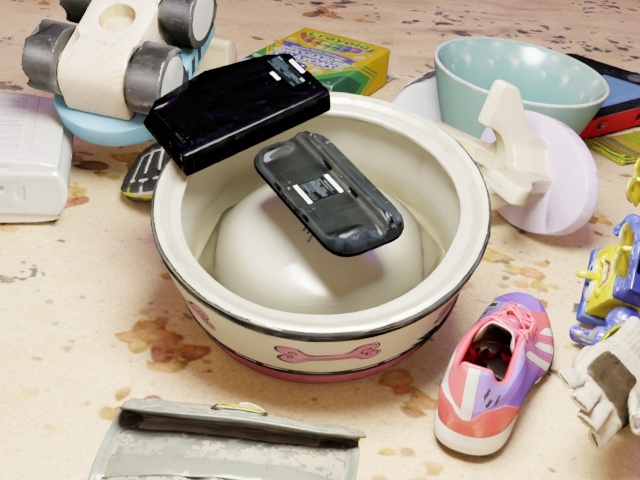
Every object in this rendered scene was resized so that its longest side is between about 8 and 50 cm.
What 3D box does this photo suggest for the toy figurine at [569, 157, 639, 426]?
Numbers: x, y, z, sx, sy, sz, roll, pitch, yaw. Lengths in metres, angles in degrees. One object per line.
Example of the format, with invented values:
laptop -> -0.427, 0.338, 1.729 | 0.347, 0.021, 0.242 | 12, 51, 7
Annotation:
toy figurine -> 0.418, 0.087, 1.368 | 0.191, 0.217, 0.362 | 18, 72, -7

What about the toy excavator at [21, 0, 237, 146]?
toy excavator -> -0.271, -0.278, 1.752 | 0.222, 0.445, 0.433 | 13, 58, 10

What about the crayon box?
crayon box -> 0.001, -0.343, 2.102 | 0.203, 0.083, 0.323 | 18, 31, 21

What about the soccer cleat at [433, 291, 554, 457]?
soccer cleat -> 0.220, 0.127, 1.257 | 0.109, 0.116, 0.318 | 17, 31, 18

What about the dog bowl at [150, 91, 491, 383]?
dog bowl -> 0.000, 0.000, 1.308 | 0.408, 0.150, 0.408 | 1, 47, -1

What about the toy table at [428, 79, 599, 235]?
toy table -> 0.280, -0.113, 1.612 | 0.161, 0.252, 0.274 | 8, 12, -32

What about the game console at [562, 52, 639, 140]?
game console -> 0.519, -0.313, 2.177 | 0.386, 0.060, 0.342 | -15, 36, -35

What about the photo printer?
photo printer -> -0.510, -0.138, 1.603 | 0.256, 0.107, 0.307 | 0, 29, -12

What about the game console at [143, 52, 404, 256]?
game console -> -0.049, -0.101, 1.271 | 0.213, 0.044, 0.361 | -27, 53, -21

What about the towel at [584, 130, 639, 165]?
towel -> 0.623, -0.188, 2.009 | 0.237, 0.021, 0.102 | -12, 34, -30

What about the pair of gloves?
pair of gloves -> 0.374, 0.202, 1.133 | 0.204, 0.042, 0.240 | -22, 69, -41

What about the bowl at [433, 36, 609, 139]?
bowl -> 0.341, -0.233, 1.877 | 0.311, 0.163, 0.311 | 7, 30, -4

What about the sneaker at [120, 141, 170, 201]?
sneaker -> -0.166, -0.081, 1.581 | 0.300, 0.121, 0.111 | 0, 52, 25

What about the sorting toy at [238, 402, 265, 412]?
sorting toy -> -0.054, 0.219, 1.119 | 0.075, 0.045, 0.083 | 10, 29, -9

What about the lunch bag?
lunch bag -> -0.083, 0.241, 0.938 | 0.235, 0.169, 0.287 | 8, 28, -1

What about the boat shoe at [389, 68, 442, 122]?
boat shoe -> 0.197, -0.264, 1.991 | 0.102, 0.108, 0.301 | -10, 24, 47
